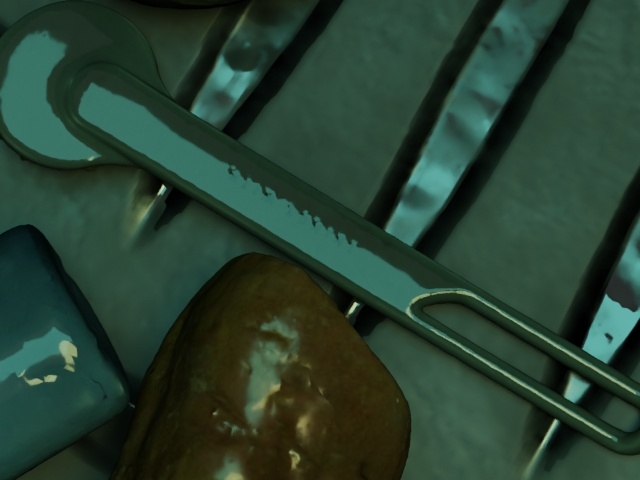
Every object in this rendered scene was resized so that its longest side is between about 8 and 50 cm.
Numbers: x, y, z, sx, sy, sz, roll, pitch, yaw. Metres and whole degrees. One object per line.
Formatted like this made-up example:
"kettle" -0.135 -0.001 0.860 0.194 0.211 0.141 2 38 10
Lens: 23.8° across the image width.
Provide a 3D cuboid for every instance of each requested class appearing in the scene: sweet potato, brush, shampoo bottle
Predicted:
"sweet potato" -0.033 0.130 0.457 0.097 0.097 0.252 12 79 6
"brush" 0.000 0.000 0.528 0.266 0.027 0.062 31 78 6
"shampoo bottle" -0.184 0.088 0.471 0.258 0.104 0.061 -31 112 -6

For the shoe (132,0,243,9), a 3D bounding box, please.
"shoe" 0.012 -0.239 0.513 0.132 0.171 0.336 28 77 9
